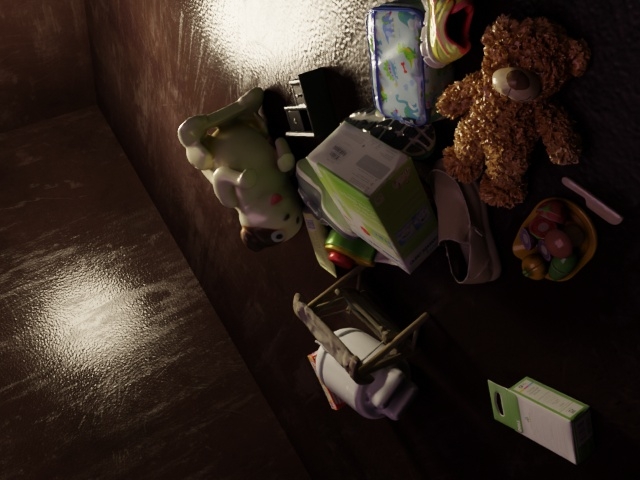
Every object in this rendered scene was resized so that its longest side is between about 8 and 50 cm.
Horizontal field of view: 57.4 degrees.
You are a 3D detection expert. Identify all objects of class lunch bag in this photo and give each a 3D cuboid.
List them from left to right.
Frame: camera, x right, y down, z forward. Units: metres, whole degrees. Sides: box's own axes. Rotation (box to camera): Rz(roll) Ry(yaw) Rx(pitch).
[{"bbox_3d":[0.164,-0.330,1.091,0.176,0.090,0.219,36,142,49],"label":"lunch bag"}]

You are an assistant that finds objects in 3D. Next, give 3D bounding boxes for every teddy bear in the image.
[{"bbox_3d":[0.294,-0.188,0.950,0.245,0.113,0.338,56,154,11],"label":"teddy bear"}]

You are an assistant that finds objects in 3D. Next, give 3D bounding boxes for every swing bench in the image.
[{"bbox_3d":[0.100,0.220,1.525,0.253,0.254,0.165,45,149,34],"label":"swing bench"}]

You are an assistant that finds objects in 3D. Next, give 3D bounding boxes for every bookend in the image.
[{"bbox_3d":[-0.043,-0.347,1.482,0.156,0.072,0.157,19,129,56],"label":"bookend"}]

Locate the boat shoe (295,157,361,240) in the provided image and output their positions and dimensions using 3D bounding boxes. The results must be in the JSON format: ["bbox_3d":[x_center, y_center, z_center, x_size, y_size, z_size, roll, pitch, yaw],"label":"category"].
[{"bbox_3d":[0.028,-0.094,1.528,0.319,0.116,0.099,53,147,38],"label":"boat shoe"}]

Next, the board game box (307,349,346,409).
[{"bbox_3d":[0.065,0.431,1.913,0.193,0.147,0.045,65,155,-3],"label":"board game box"}]

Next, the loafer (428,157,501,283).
[{"bbox_3d":[0.275,-0.031,1.151,0.102,0.092,0.268,-11,103,64],"label":"loafer"}]

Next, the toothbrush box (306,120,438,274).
[{"bbox_3d":[0.122,-0.087,1.239,0.206,0.122,0.283,39,171,40],"label":"toothbrush box"}]

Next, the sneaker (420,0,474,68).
[{"bbox_3d":[0.209,-0.387,0.932,0.094,0.081,0.208,-159,57,-64],"label":"sneaker"}]

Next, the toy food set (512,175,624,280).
[{"bbox_3d":[0.389,0.000,0.988,0.128,0.071,0.218,52,152,24],"label":"toy food set"}]

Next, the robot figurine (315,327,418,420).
[{"bbox_3d":[0.120,0.378,1.696,0.300,0.200,0.353,49,165,-33],"label":"robot figurine"}]

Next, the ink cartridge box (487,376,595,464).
[{"bbox_3d":[0.453,0.357,1.208,0.209,0.062,0.109,18,129,57],"label":"ink cartridge box"}]

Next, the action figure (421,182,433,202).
[{"bbox_3d":[0.206,-0.119,1.277,0.115,0.030,0.038,46,144,29],"label":"action figure"}]

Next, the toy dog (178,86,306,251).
[{"bbox_3d":[-0.214,-0.166,1.731,0.408,0.284,0.395,56,147,7],"label":"toy dog"}]

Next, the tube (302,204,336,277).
[{"bbox_3d":[0.000,0.000,1.749,0.070,0.062,0.240,-77,-23,-53],"label":"tube"}]

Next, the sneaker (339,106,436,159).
[{"bbox_3d":[0.153,-0.215,1.239,0.275,0.107,0.110,32,159,55],"label":"sneaker"}]

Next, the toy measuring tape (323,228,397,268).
[{"bbox_3d":[0.102,0.016,1.490,0.330,0.121,0.121,6,118,58],"label":"toy measuring tape"}]
